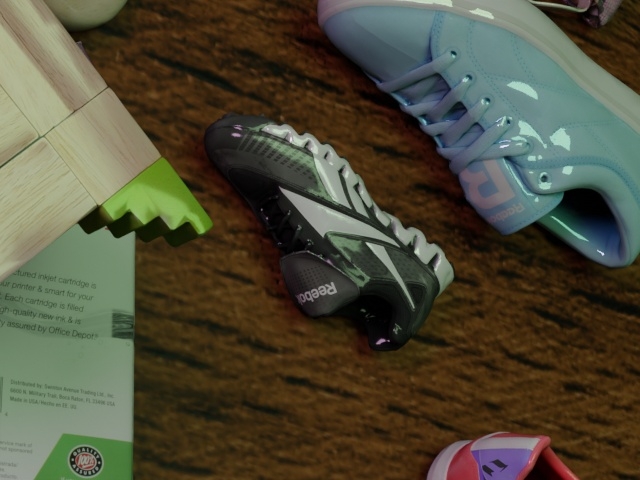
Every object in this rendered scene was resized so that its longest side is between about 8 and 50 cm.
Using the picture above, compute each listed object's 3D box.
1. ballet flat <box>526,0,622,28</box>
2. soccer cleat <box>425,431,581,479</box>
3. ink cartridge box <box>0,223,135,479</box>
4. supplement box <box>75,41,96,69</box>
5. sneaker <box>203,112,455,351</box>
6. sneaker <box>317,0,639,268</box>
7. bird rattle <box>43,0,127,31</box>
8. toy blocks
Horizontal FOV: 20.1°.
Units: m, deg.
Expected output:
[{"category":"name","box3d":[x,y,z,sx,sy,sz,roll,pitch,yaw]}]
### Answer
[{"category":"ballet flat","box3d":[0.182,-0.250,1.580,0.221,0.077,0.079,25,80,-28]},{"category":"soccer cleat","box3d":[0.210,0.277,1.383,0.318,0.116,0.108,52,52,-10]},{"category":"ink cartridge box","box3d":[-0.208,0.070,1.160,0.160,0.092,0.219,12,67,-33]},{"category":"supplement box","box3d":[-0.176,-0.088,1.264,0.043,0.055,0.083,-32,95,-40]},{"category":"sneaker","box3d":[0.000,0.000,1.348,0.234,0.078,0.106,39,53,-22]},{"category":"sneaker","box3d":[0.147,-0.091,1.453,0.366,0.135,0.150,26,58,-26]},{"category":"bird rattle","box3d":[-0.188,-0.230,1.254,0.207,0.143,0.254,31,51,-54]},{"category":"toy blocks","box3d":[-0.279,-0.075,0.953,0.261,0.191,0.381,-41,100,-25]}]
